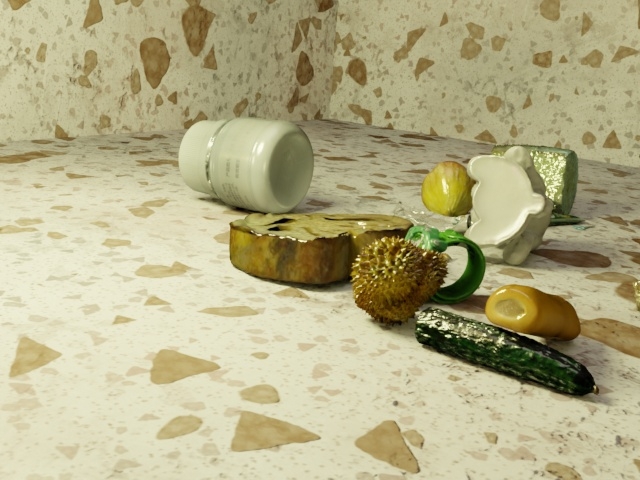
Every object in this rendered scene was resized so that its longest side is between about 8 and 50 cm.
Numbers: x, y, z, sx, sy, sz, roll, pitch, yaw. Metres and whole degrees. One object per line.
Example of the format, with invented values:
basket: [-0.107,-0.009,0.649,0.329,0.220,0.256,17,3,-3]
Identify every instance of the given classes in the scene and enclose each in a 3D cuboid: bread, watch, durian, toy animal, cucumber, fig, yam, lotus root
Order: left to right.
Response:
lotus root: [0.000,0.000,1.675,0.390,0.111,0.375,-3,15,-14]
durian: [0.127,0.065,1.348,0.158,0.168,0.137,39,16,-27]
watch: [0.221,0.057,1.505,0.152,0.165,0.131,25,6,-22]
fig: [0.351,-0.109,2.167,0.159,0.159,0.257,7,37,8]
cucumber: [0.281,0.168,1.202,0.293,0.067,0.067,16,19,35]
toy animal: [0.454,-0.066,1.855,0.206,0.271,0.265,-2,-13,26]
yam: [0.634,-0.184,2.393,0.271,0.202,0.201,12,-5,32]
bread: [0.348,0.116,1.271,0.092,0.074,0.239,15,0,35]

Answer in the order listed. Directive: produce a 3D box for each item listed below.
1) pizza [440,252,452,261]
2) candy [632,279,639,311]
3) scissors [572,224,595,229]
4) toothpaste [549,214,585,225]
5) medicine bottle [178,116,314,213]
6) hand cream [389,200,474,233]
pizza: [0.265,0.039,1.764,0.083,0.016,0.037,-9,26,-44]
candy: [0.660,0.108,1.519,0.110,0.085,0.095,1,2,36]
scissors: [0.736,-0.037,2.200,0.083,0.006,0.036,-5,20,-33]
toothpaste: [0.656,-0.058,2.210,0.204,0.031,0.049,-3,18,-33]
medicine bottle: [-0.199,-0.207,2.107,0.306,0.245,0.245,12,17,32]
hand cream: [0.303,-0.056,2.038,0.257,0.050,0.084,9,37,28]
